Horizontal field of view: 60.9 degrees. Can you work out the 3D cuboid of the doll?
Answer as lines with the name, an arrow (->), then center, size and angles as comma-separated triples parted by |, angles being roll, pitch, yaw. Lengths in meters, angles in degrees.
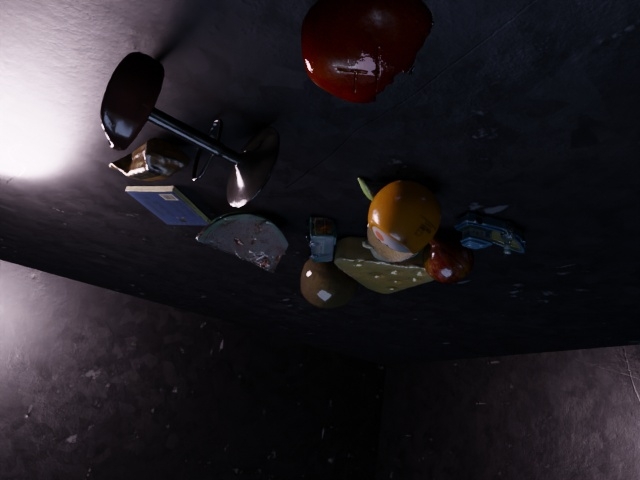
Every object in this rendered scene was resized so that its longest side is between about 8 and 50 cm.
doll -> 0.218, -0.082, 1.542 | 0.213, 0.213, 0.236 | 32, -176, -45

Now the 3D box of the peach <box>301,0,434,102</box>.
peach -> 0.084, -0.337, 0.934 | 0.226, 0.196, 0.190 | -1, -168, 17

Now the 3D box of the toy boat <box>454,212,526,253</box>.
toy boat -> 0.536, -0.008, 1.688 | 0.238, 0.098, 0.109 | 14, 161, -14

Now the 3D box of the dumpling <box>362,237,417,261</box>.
dumpling -> 0.219, 0.012, 1.827 | 0.217, 0.104, 0.149 | 19, 166, 48

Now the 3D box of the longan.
longan -> 0.038, 0.162, 2.165 | 0.246, 0.215, 0.246 | -24, 154, -13

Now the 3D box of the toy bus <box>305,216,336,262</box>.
toy bus -> 0.000, 0.000, 1.936 | 0.109, 0.091, 0.261 | -2, 159, -2

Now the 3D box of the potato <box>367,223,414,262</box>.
potato -> 0.258, -0.035, 1.695 | 0.202, 0.182, 0.117 | -50, 163, 25

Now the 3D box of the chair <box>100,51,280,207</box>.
chair -> -0.314, -0.253, 1.249 | 0.401, 0.226, 0.227 | 26, 153, -35

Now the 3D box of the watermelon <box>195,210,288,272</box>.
watermelon -> -0.278, -0.009, 1.891 | 0.305, 0.180, 0.224 | 22, 140, -25

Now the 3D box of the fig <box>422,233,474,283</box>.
fig -> 0.404, 0.041, 1.800 | 0.175, 0.175, 0.207 | -9, 132, 37

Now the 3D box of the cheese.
cheese -> 0.273, 0.090, 2.021 | 0.384, 0.104, 0.384 | 9, 159, 3

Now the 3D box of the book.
book -> -0.530, -0.120, 1.921 | 0.191, 0.025, 0.269 | 2, 157, 19

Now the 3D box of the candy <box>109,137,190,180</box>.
candy -> -0.499, -0.222, 1.566 | 0.143, 0.101, 0.271 | 19, 163, -38
